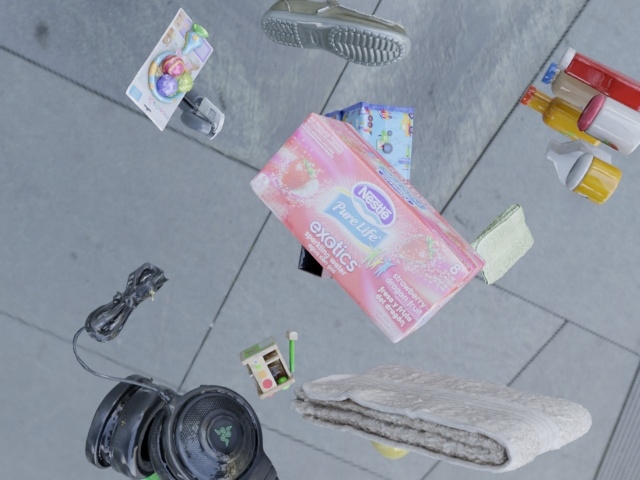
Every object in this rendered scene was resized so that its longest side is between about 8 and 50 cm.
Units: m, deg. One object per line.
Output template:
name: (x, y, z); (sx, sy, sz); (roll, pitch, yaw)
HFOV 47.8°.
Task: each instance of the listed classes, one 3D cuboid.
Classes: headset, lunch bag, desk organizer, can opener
headset: (-0.183, 0.228, 0.940); (0.244, 0.185, 0.394); (0, 129, 33)
lunch bag: (0.075, -0.187, 1.643); (0.138, 0.293, 0.220); (2, 93, -26)
desk organizer: (0.000, 0.000, 1.263); (0.050, 0.047, 0.130); (0, 111, -26)
can opener: (-0.343, -0.356, 1.862); (0.095, 0.283, 0.076); (9, 118, -48)

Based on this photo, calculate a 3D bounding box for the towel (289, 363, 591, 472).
towel: (0.121, 0.177, 0.770); (0.282, 0.187, 0.049); (3, 93, 43)

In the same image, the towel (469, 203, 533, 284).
towel: (0.358, 0.008, 1.416); (0.027, 0.148, 0.110); (17, 141, 55)

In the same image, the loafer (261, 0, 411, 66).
loafer: (0.030, -0.360, 1.189); (0.251, 0.087, 0.094); (15, 157, 7)

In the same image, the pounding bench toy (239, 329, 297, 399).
pounding bench toy: (-0.057, 0.166, 0.971); (0.083, 0.052, 0.065); (-27, 99, -6)

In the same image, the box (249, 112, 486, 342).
box: (0.067, -0.022, 1.005); (0.300, 0.154, 0.142); (47, 108, 13)

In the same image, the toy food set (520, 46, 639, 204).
toy food set: (0.267, -0.129, 0.754); (0.105, 0.232, 0.111); (30, 123, 5)

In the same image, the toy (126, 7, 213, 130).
toy: (-0.311, -0.372, 1.576); (0.056, 0.237, 0.137); (12, 157, 32)

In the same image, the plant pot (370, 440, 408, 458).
plant pot: (0.164, 0.436, 1.626); (0.134, 0.134, 0.095); (2, 123, 8)
